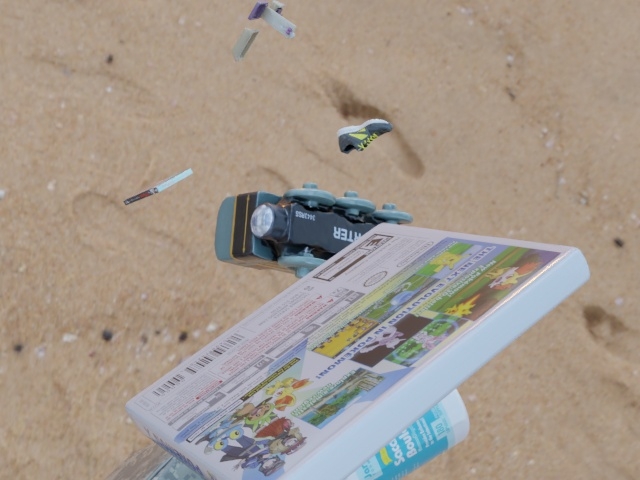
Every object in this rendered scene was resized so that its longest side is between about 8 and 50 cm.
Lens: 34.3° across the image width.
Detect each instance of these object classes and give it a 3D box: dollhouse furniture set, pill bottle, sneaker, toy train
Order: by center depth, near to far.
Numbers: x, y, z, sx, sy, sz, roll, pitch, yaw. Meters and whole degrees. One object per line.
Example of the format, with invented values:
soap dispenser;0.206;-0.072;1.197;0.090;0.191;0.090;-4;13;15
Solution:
sneaker;0.060;-0.136;1.379;0.031;0.083;0.035;27;57;-51
pill bottle;0.065;0.276;1.448;0.264;0.146;0.146;-29;69;-15
toy train;0.000;0.000;1.572;0.334;0.190;0.142;12;78;-44
dollhouse furniture set;-0.090;-0.350;1.813;0.081;0.114;0.091;38;24;6

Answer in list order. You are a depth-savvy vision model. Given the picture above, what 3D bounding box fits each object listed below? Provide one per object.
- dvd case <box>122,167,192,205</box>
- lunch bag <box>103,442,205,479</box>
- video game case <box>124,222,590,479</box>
dvd case;-0.299;-0.098;1.900;0.087;0.119;0.013;-35;102;-41
lunch bag;-0.239;0.472;1.555;0.256;0.212;0.305;56;45;-9
video game case;0.018;0.092;0.895;0.329;0.300;0.036;-34;110;-22
